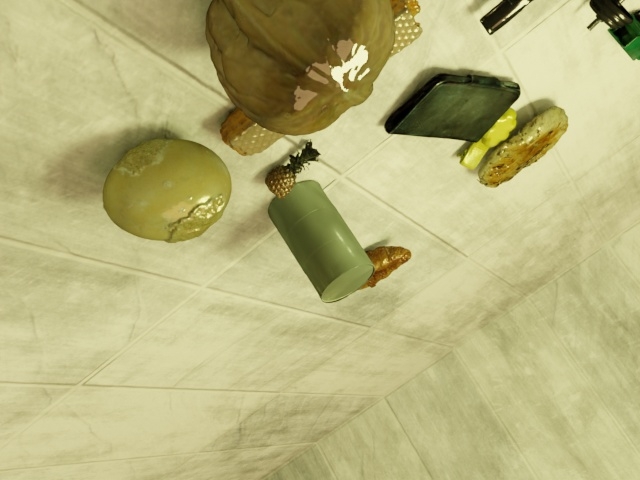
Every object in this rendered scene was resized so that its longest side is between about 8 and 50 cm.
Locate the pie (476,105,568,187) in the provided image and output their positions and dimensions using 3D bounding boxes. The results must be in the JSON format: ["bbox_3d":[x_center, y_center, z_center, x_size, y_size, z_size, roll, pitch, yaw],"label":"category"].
[{"bbox_3d":[0.490,-0.224,1.864,0.274,0.055,0.274,-33,164,-11],"label":"pie"}]

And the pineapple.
[{"bbox_3d":[-0.048,-0.136,1.442,0.124,0.058,0.058,-44,154,13],"label":"pineapple"}]

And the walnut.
[{"bbox_3d":[-0.023,-0.261,1.006,0.248,0.248,0.248,-26,156,-12],"label":"walnut"}]

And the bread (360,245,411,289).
[{"bbox_3d":[0.126,0.070,2.017,0.233,0.076,0.105,-27,145,8],"label":"bread"}]

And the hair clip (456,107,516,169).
[{"bbox_3d":[0.376,-0.233,1.751,0.072,0.046,0.173,16,134,-30],"label":"hair clip"}]

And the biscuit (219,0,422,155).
[{"bbox_3d":[0.004,-0.264,1.241,0.378,0.054,0.094,-35,157,9],"label":"biscuit"}]

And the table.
[{"bbox_3d":[0.000,0.000,1.549,0.126,0.220,0.126,-27,155,-14],"label":"table"}]

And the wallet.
[{"bbox_3d":[0.277,-0.269,1.571,0.318,0.045,0.172,-6,149,-46],"label":"wallet"}]

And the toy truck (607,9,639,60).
[{"bbox_3d":[0.698,-0.446,1.699,0.079,0.065,0.147,-41,155,26],"label":"toy truck"}]

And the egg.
[{"bbox_3d":[-0.234,-0.076,1.196,0.201,0.164,0.164,-13,151,-27],"label":"egg"}]

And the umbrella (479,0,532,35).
[{"bbox_3d":[0.407,-0.463,1.275,0.340,0.118,0.118,-39,155,21],"label":"umbrella"}]

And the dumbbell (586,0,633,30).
[{"bbox_3d":[0.588,-0.477,1.466,0.099,0.099,0.208,0,143,-50],"label":"dumbbell"}]
